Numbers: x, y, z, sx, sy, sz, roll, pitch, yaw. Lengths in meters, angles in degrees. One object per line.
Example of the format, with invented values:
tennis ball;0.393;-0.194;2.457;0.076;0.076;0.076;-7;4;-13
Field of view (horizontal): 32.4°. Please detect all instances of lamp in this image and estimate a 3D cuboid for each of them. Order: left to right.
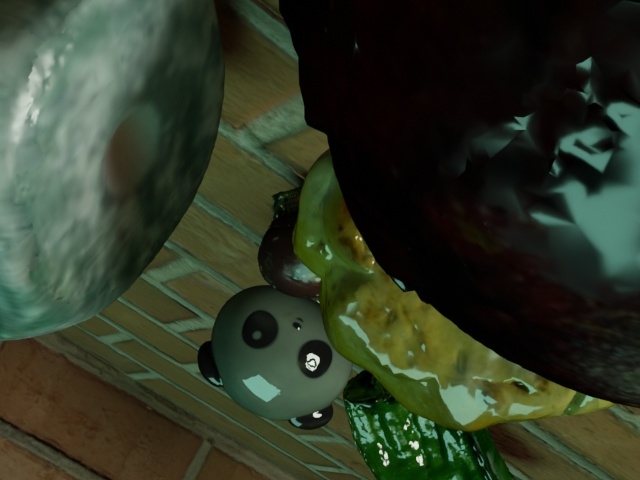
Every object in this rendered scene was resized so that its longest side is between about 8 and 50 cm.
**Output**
lamp;-0.038;0.121;1.478;0.198;0.243;0.197;25;165;7
lamp;-0.001;0.000;1.320;0.157;0.134;0.156;-4;-177;11

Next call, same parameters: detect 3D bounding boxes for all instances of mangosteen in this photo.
mangosteen;0.191;-0.124;0.486;0.381;0.421;0.381;159;90;-77

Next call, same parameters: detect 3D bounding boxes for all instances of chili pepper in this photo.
chili pepper;0.200;0.366;1.888;0.385;0.213;0.167;54;-162;-13

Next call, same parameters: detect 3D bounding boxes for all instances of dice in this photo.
dice;-0.309;-0.138;0.994;0.348;0.330;0.328;21;144;20

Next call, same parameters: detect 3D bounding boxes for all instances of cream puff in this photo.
cream puff;0.151;-0.016;0.911;0.291;0.324;0.257;46;-166;-4
